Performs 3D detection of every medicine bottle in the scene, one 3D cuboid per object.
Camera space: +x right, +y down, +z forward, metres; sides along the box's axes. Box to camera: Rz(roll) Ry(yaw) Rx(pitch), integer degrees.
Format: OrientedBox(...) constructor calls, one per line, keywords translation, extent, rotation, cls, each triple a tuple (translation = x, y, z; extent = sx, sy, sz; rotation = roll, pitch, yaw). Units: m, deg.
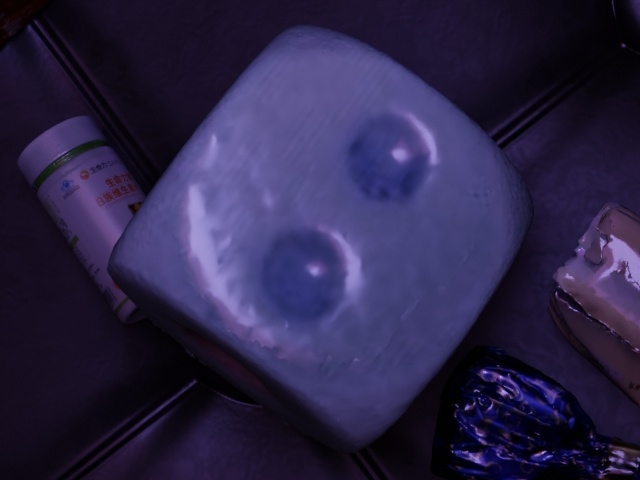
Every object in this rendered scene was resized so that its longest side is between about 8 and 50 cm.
OrientedBox(translation=(-0.198, -0.019, 1.550), extent=(0.086, 0.086, 0.183), rotation=(-36, 80, 5), cls="medicine bottle")

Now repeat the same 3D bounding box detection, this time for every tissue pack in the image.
OrientedBox(translation=(0.308, 0.096, 1.379), extent=(0.256, 0.215, 0.123), rotation=(40, 91, 12), cls="tissue pack")

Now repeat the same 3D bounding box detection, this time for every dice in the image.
OrientedBox(translation=(0.000, 0.000, 1.390), extent=(0.264, 0.268, 0.262), rotation=(37, 79, -1), cls="dice")

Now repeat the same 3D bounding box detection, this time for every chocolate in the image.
OrientedBox(translation=(0.267, 0.204, 1.427), extent=(0.343, 0.148, 0.126), rotation=(21, 45, 13), cls="chocolate")

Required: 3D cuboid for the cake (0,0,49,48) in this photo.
OrientedBox(translation=(-0.341, -0.281, 1.571), extent=(0.283, 0.151, 0.177), rotation=(-42, 82, 9), cls="cake")
